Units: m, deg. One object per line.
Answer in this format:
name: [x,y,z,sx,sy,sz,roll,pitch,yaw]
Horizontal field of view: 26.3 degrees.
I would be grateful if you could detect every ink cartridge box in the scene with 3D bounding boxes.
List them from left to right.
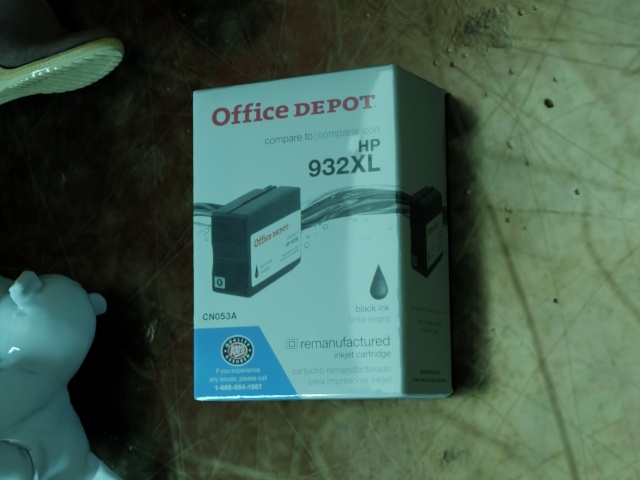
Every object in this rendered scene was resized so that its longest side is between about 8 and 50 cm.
ink cartridge box: [0.000,0.000,1.326,0.223,0.129,0.307,-4,82,26]

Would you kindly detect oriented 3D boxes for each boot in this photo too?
boot: [-0.336,-0.266,1.540,0.248,0.090,0.206,-12,81,28]

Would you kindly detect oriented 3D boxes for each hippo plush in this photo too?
hippo plush: [-0.329,0.146,1.411,0.294,0.234,0.236,7,88,27]
